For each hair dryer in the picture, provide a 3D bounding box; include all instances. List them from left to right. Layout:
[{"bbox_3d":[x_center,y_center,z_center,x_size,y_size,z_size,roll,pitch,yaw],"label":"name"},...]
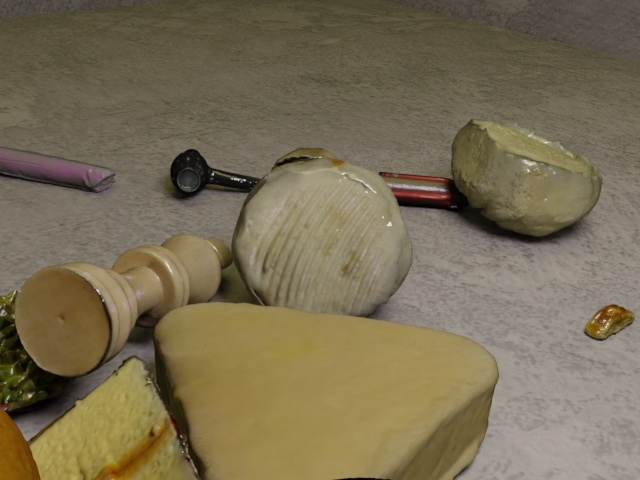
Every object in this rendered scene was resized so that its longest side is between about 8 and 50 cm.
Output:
[{"bbox_3d":[-0.163,-0.118,1.514,0.219,0.075,0.195,10,16,-8],"label":"hair dryer"}]

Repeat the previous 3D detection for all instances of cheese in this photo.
[{"bbox_3d":[0.024,0.178,0.860,0.383,0.104,0.384,3,26,-1],"label":"cheese"}]

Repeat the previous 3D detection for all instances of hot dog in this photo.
[{"bbox_3d":[0.396,0.105,1.128,0.090,0.034,0.030,-19,33,-36],"label":"hot dog"}]

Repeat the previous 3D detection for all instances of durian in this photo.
[{"bbox_3d":[-0.320,0.121,0.922,0.108,0.119,0.187,7,25,16],"label":"durian"}]

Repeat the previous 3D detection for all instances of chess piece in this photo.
[{"bbox_3d":[-0.206,0.057,1.021,0.117,0.117,0.397,11,11,15],"label":"chess piece"}]

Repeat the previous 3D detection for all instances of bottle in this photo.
[{"bbox_3d":[0.183,-0.086,1.472,0.164,0.060,0.060,5,26,4],"label":"bottle"}]

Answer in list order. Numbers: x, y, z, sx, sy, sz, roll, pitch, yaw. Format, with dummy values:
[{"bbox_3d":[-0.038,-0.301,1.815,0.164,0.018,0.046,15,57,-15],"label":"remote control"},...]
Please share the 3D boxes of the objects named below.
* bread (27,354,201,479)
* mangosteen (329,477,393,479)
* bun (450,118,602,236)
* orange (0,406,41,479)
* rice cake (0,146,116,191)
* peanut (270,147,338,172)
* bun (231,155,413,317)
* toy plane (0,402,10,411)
[{"bbox_3d":[-0.206,0.223,0.708,0.178,0.136,0.240,-9,31,-24],"label":"bread"},{"bbox_3d":[0.036,0.282,0.478,0.287,0.288,0.288,2,26,-1],"label":"mangosteen"},{"bbox_3d":[0.341,-0.097,1.398,0.259,0.152,0.259,20,20,-7],"label":"bun"},{"bbox_3d":[-0.337,0.207,0.581,0.274,0.274,0.274,2,26,-1],"label":"orange"},{"bbox_3d":[-0.493,-0.130,1.492,0.269,0.049,0.055,12,41,15],"label":"rice cake"},{"bbox_3d":[-0.001,-0.058,1.286,0.143,0.159,0.291,-41,36,-2],"label":"peanut"},{"bbox_3d":[0.000,0.000,1.098,0.239,0.239,0.141,6,5,6],"label":"bun"},{"bbox_3d":[-0.370,0.220,0.779,0.130,0.061,0.189,-5,35,12],"label":"toy plane"}]
